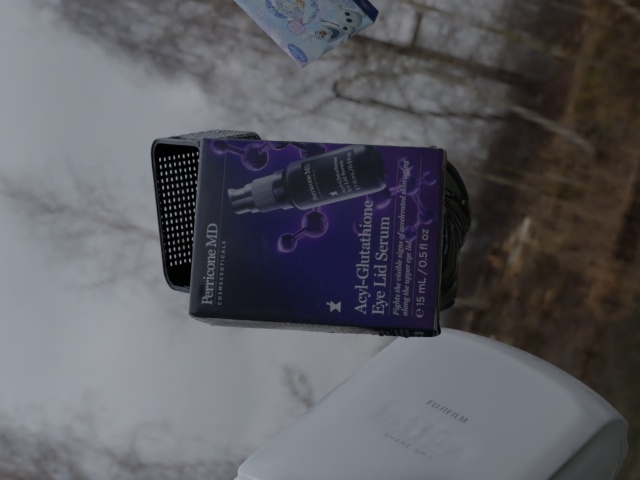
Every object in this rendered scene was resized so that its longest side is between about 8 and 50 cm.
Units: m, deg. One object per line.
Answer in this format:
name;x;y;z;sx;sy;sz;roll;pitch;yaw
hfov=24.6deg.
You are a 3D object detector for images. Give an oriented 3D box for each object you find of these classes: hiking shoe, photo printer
hiking shoe;0.147;-0.027;1.854;0.114;0.086;0.227;76;-166;-55
photo printer;0.111;0.203;1.332;0.307;0.256;0.107;-35;-47;-34

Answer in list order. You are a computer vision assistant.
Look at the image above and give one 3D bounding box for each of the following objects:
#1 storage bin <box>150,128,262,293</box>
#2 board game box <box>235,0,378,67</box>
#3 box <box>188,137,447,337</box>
storage bin;-0.123;-0.032;1.682;0.122;0.084;0.180;9;107;54
board game box;-0.013;-0.198;1.228;0.090;0.090;0.020;-27;29;39
box;0.000;0.000;1.229;0.108;0.207;0.153;62;-150;-82
